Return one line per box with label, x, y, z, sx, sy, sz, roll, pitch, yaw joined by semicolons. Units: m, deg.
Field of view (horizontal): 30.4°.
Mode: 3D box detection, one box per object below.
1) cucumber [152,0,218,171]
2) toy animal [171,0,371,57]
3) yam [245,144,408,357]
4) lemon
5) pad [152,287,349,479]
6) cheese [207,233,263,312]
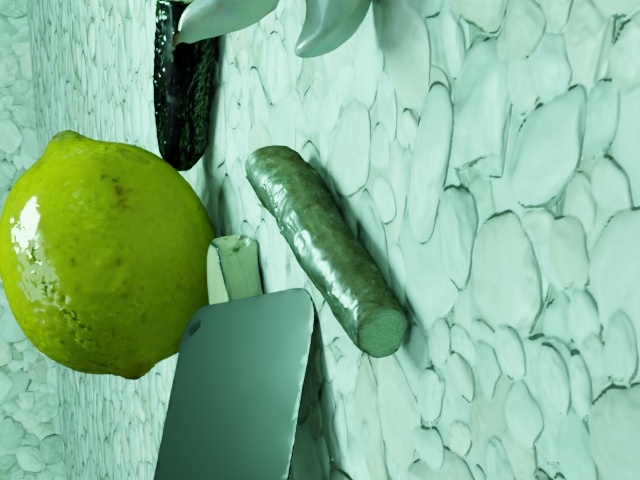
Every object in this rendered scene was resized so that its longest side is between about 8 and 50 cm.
cucumber;-0.162;-0.184;1.388;0.074;0.075;0.241;-118;30;-50
toy animal;-0.060;-0.307;0.923;0.310;0.183;0.247;-125;31;-48
yam;0.000;0.000;0.979;0.274;0.061;0.061;-122;34;-52
lemon;-0.253;0.015;1.403;0.310;0.258;0.258;67;158;7
pad;-0.061;0.236;1.122;0.315;0.063;0.375;-13;62;53
cheese;-0.090;0.079;1.268;0.092;0.048;0.171;157;108;-71
